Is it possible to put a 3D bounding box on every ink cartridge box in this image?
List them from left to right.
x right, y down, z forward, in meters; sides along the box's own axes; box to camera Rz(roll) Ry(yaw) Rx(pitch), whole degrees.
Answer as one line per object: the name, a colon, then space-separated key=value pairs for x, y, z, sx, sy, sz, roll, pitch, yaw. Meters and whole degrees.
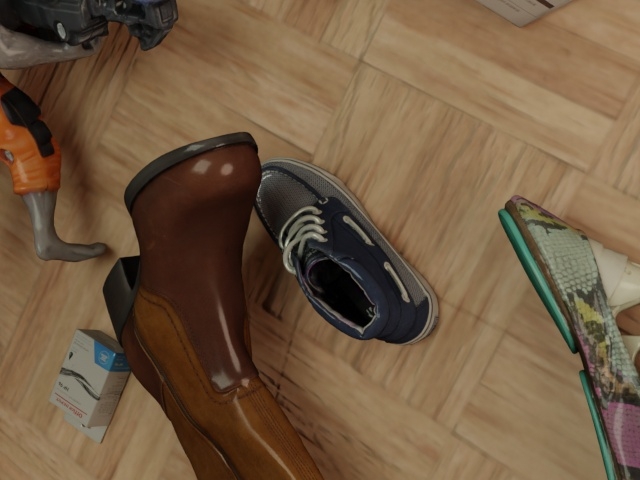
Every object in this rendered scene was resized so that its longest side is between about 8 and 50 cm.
ink cartridge box: x=-0.190 y=0.120 z=0.989 sx=0.048 sy=0.028 sz=0.083 roll=26 pitch=99 yaw=30

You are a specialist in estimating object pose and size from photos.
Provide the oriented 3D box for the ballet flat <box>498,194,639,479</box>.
ballet flat: x=0.185 y=0.066 z=0.755 sx=0.079 sy=0.077 sz=0.221 roll=-22 pitch=78 yaw=8

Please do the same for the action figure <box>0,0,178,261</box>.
action figure: x=-0.265 y=-0.135 z=0.953 sx=0.341 sy=0.179 sz=0.330 roll=7 pitch=112 yaw=44

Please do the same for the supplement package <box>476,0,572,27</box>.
supplement package: x=0.109 y=-0.300 z=0.756 sx=0.145 sy=0.204 sz=0.261 roll=-24 pitch=73 yaw=29

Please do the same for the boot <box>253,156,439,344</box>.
boot: x=0.000 y=0.000 z=0.856 sx=0.190 sy=0.086 sz=0.069 roll=42 pitch=106 yaw=27

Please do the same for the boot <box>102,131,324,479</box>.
boot: x=-0.056 y=0.096 z=0.825 sx=0.264 sy=0.096 sz=0.280 roll=-51 pitch=58 yaw=46
